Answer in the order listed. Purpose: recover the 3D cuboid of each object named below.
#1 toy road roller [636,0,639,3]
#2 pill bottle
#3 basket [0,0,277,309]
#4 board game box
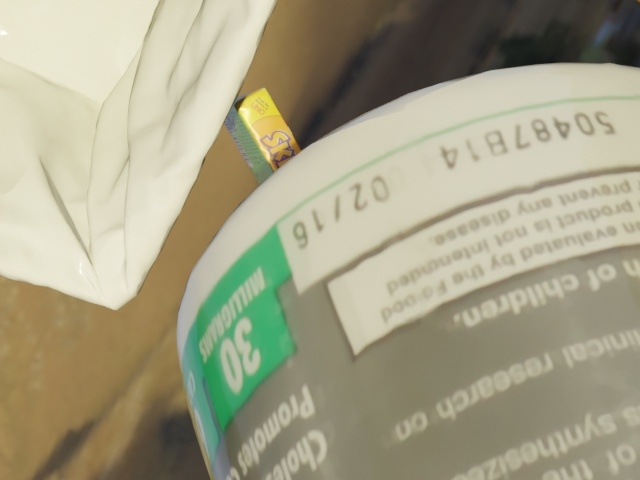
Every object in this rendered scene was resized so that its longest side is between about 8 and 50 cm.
[{"bbox_3d":[0.186,-0.244,1.101,0.202,0.329,0.241,-17,-78,-71],"label":"toy road roller"},{"bbox_3d":[0.098,0.144,0.485,0.204,0.204,0.361,-58,41,43],"label":"pill bottle"},{"bbox_3d":[-0.213,-0.192,1.178,0.266,0.328,0.331,-97,31,-60],"label":"basket"},{"bbox_3d":[0.000,0.000,1.394,0.039,0.259,0.124,-28,7,-7],"label":"board game box"}]
